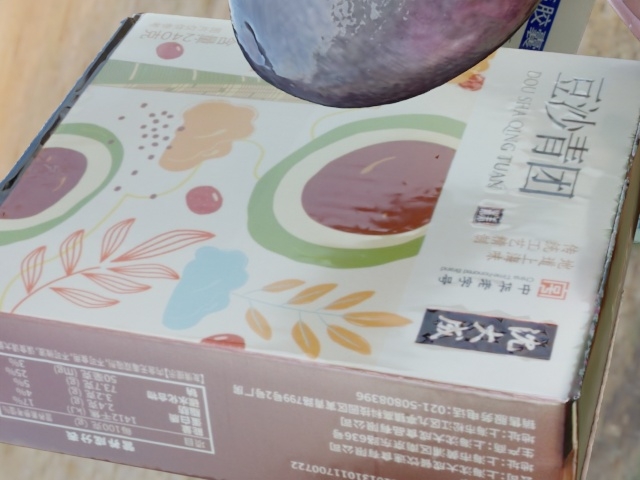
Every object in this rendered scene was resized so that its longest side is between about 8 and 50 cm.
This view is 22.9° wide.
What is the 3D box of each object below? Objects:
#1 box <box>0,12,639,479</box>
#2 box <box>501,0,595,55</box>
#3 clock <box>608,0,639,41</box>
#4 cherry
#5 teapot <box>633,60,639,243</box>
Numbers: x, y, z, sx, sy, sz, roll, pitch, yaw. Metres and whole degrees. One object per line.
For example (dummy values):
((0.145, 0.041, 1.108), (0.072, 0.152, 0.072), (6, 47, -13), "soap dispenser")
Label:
((0.000, 0.000, 1.017), (0.344, 0.385, 0.122), (-65, -22, -48), "box")
((0.170, -0.254, 1.538), (0.065, 0.200, 0.343), (-130, 54, -60), "box")
((0.242, -0.187, 0.942), (0.092, 0.166, 0.162), (57, -176, 27), "clock")
((0.028, -0.152, 0.747), (0.140, 0.176, 0.176), (-16, -57, -73), "cherry")
((0.256, -0.089, 1.292), (0.159, 0.232, 0.159), (-5, 84, 58), "teapot")
